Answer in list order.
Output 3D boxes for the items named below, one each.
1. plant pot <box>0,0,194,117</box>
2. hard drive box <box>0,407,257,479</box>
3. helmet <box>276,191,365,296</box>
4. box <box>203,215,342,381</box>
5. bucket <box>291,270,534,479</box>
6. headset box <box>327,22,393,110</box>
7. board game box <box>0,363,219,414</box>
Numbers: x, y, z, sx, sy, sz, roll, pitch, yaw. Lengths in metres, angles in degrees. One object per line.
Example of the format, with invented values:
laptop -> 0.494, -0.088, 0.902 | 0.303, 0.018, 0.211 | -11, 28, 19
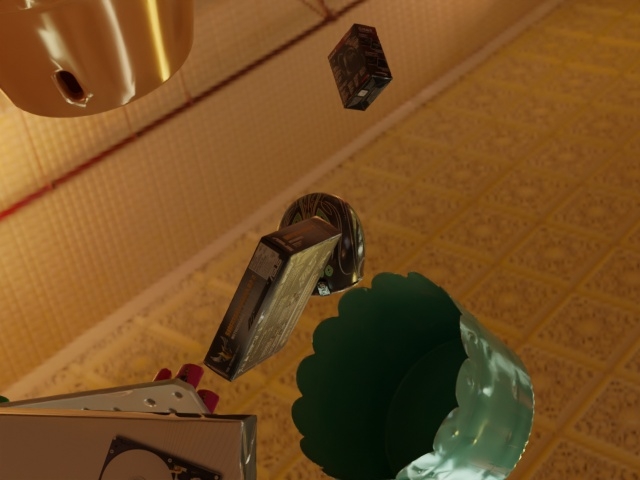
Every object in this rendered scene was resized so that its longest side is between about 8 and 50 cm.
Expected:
plant pot -> -0.242, -0.256, 1.002 | 0.291, 0.203, 0.291 | -7, -136, 7
hard drive box -> -0.167, 0.215, 0.764 | 0.232, 0.181, 0.089 | 0, 173, 4
helmet -> 0.000, 0.000, 1.814 | 0.169, 0.161, 0.169 | -12, -165, 3
box -> -0.071, 0.084, 1.594 | 0.056, 0.231, 0.183 | 33, -157, 15
bucket -> 0.119, 0.198, 1.327 | 0.281, 0.183, 0.281 | -26, -132, 32
headset box -> 0.043, -0.198, 1.190 | 0.032, 0.062, 0.083 | 4, -123, -33
board game box -> -0.224, 0.323, 1.328 | 0.390, 0.390, 0.050 | -11, -148, 30
